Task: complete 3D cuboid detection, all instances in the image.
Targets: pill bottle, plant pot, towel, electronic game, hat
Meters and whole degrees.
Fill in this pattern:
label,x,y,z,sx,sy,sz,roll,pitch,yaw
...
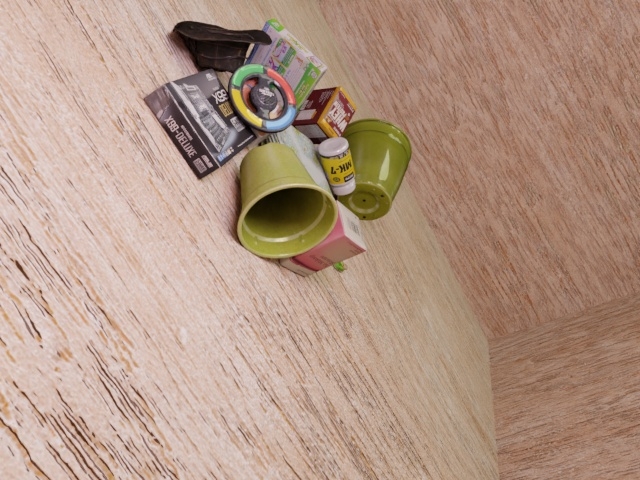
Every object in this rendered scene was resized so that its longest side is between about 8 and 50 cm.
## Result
label,x,y,z,sx,sy,sz,roll,pitch,yaw
pill bottle,0.071,-0.290,1.934,0.119,0.119,0.208,-88,164,-49
plant pot,-0.119,-0.134,1.391,0.276,0.276,0.254,39,22,-47
towel,-0.086,-0.283,1.801,0.374,0.090,0.320,23,47,-59
electronic game,-0.173,-0.434,1.494,0.229,0.048,0.229,11,69,-29
hat,-0.304,-0.591,1.535,0.331,0.331,0.134,-68,168,-61
plant pot,0.216,-0.289,2.197,0.366,0.367,0.353,48,39,-36

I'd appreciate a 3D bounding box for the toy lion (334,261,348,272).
label,x,y,z,sx,sy,sz,roll,pitch,yaw
toy lion,0.058,0.061,1.842,0.096,0.034,0.100,28,42,-45

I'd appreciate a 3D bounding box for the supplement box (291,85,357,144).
label,x,y,z,sx,sy,sz,roll,pitch,yaw
supplement box,0.008,-0.508,2.007,0.129,0.194,0.191,44,65,-42

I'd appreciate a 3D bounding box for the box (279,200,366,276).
label,x,y,z,sx,sy,sz,roll,pitch,yaw
box,0.000,0.000,1.504,0.149,0.232,0.126,32,39,-53

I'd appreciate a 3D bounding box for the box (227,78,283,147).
label,x,y,z,sx,sy,sz,roll,pitch,yaw
box,-0.209,-0.408,1.553,0.130,0.091,0.170,-42,99,-30

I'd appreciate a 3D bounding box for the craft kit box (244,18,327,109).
label,x,y,z,sx,sy,sz,roll,pitch,yaw
craft kit box,-0.136,-0.583,1.702,0.246,0.250,0.061,44,45,-1

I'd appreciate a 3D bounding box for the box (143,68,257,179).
label,x,y,z,sx,sy,sz,roll,pitch,yaw
box,-0.316,-0.332,1.357,0.242,0.077,0.307,58,23,-16

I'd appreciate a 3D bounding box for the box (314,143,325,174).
label,x,y,z,sx,sy,sz,roll,pitch,yaw
box,0.003,-0.330,2.045,0.101,0.087,0.102,12,56,-63
